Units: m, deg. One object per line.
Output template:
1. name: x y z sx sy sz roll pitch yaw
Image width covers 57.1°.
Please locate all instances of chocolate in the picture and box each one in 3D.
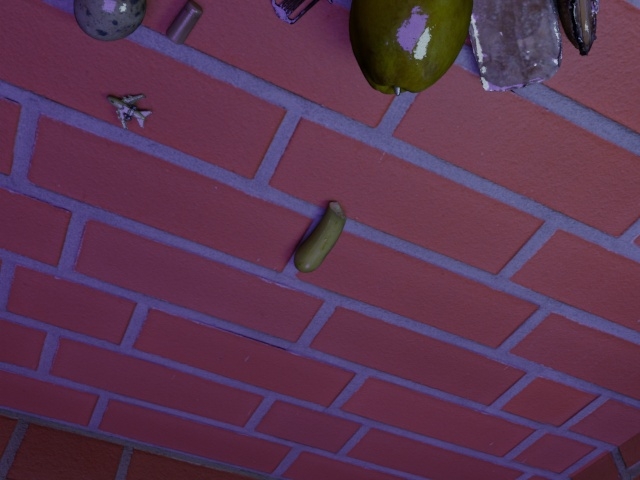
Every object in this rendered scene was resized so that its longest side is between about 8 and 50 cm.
1. chocolate: 0.420 -0.481 1.288 0.185 0.100 0.303 -9 127 23

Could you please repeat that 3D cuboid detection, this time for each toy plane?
1. toy plane: -0.481 -0.328 1.467 0.111 0.040 0.102 28 106 -22

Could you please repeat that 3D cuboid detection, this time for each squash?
1. squash: 0.000 0.000 1.706 0.083 0.083 0.250 23 124 -17

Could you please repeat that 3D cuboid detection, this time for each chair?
1. chair: -0.019 -0.535 1.249 0.213 0.101 0.084 -36 119 25

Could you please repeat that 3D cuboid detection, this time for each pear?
1. pear: 0.181 -0.460 1.205 0.269 0.269 0.320 8 104 -6

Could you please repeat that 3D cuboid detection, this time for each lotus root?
1. lotus root: 0.520 -0.544 1.227 0.078 0.167 0.329 11 140 40

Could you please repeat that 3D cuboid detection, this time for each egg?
1. egg: -0.453 -0.502 1.261 0.182 0.141 0.141 -23 127 40

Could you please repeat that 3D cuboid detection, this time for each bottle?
1. bottle: -0.306 -0.491 1.327 0.045 0.045 0.096 34 120 -24
